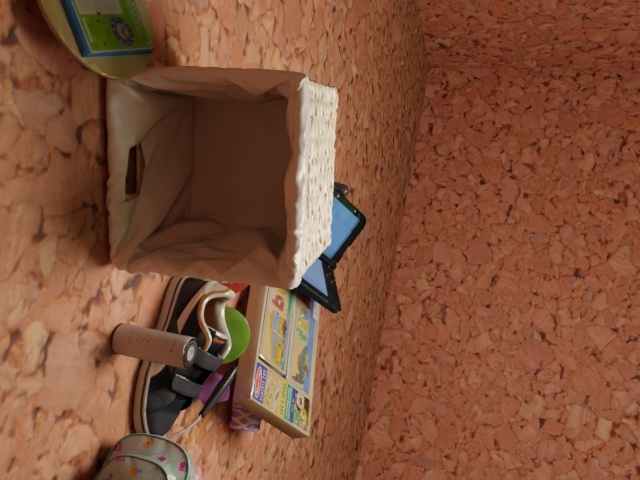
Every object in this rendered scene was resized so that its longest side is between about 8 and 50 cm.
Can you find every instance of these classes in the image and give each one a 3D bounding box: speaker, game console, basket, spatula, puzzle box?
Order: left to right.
[{"bbox_3d":[-0.282,0.179,1.084,0.055,0.136,0.055,9,90,-76],"label":"speaker"},{"bbox_3d":[-0.258,0.359,1.263,0.296,0.030,0.084,-46,172,-32],"label":"spatula"},{"bbox_3d":[-0.154,-0.118,1.083,0.266,0.331,0.329,-39,133,-72],"label":"basket"},{"bbox_3d":[-0.094,0.248,1.585,0.272,0.052,0.409,48,38,-45],"label":"puzzle box"},{"bbox_3d":[0.000,0.000,1.627,0.293,0.173,0.250,38,27,-39],"label":"game console"}]

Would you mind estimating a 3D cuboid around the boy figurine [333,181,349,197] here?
[{"bbox_3d":[0.009,-0.123,1.945,0.285,0.092,0.177,-31,128,-72],"label":"boy figurine"}]

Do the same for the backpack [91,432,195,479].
[{"bbox_3d":[-0.299,0.420,1.070,0.144,0.165,0.188,87,15,-56],"label":"backpack"}]

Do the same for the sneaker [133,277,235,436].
[{"bbox_3d":[-0.253,0.223,1.211,0.126,0.127,0.321,47,54,-69],"label":"sneaker"}]

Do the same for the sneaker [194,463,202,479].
[{"bbox_3d":[-0.288,0.497,1.314,0.134,0.050,0.070,-48,146,-54],"label":"sneaker"}]

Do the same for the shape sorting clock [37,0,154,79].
[{"bbox_3d":[-0.313,-0.326,0.896,0.206,0.040,0.206,26,58,-50],"label":"shape sorting clock"}]

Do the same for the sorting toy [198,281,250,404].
[{"bbox_3d":[-0.218,0.165,1.387,0.126,0.127,0.366,-135,-129,-75],"label":"sorting toy"}]

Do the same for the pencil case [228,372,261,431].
[{"bbox_3d":[-0.174,0.368,1.581,0.088,0.086,0.206,159,-56,-72],"label":"pencil case"}]
